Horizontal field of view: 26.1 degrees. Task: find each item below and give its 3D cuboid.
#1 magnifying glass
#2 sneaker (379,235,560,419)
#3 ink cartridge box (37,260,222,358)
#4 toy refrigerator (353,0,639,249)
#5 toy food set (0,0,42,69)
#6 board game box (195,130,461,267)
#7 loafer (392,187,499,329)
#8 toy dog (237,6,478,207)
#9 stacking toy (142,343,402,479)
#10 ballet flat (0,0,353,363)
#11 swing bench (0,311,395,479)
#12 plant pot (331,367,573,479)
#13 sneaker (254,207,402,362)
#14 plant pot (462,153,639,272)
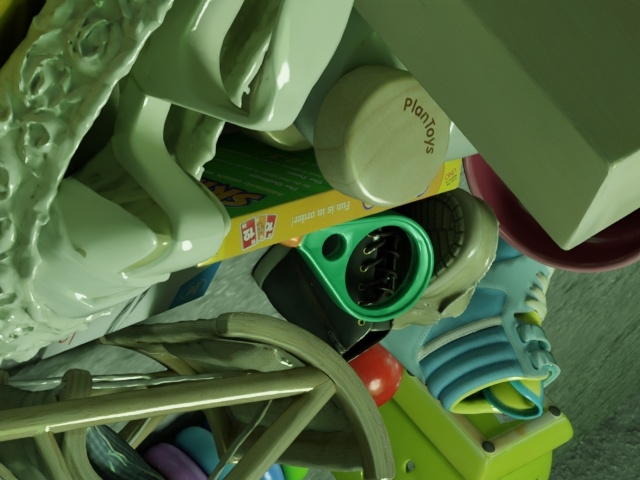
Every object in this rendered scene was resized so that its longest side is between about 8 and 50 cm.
[{"bbox_3d":[0.000,0.000,1.079,0.231,0.026,0.092,23,96,-39],"label":"magnifying glass"},{"bbox_3d":[0.215,0.069,1.454,0.319,0.208,0.127,-32,157,-16],"label":"sneaker"},{"bbox_3d":[-0.151,0.017,0.953,0.180,0.060,0.104,-21,155,-37],"label":"ink cartridge box"},{"bbox_3d":[0.092,-0.133,0.736,0.102,0.269,0.094,-30,158,-23],"label":"toy refrigerator"},{"bbox_3d":[-0.196,-0.094,0.654,0.128,0.071,0.218,-53,174,-38],"label":"toy food set"},{"bbox_3d":[-0.037,-0.040,0.922,0.259,0.124,0.039,-14,119,-42],"label":"board game box"},{"bbox_3d":[0.104,0.018,1.250,0.092,0.102,0.268,4,165,-17],"label":"loafer"},{"bbox_3d":[0.092,-0.133,0.907,0.334,0.220,0.161,-23,124,-52],"label":"toy dog"},{"bbox_3d":[-0.050,0.200,1.443,0.330,0.141,0.141,-37,161,-23],"label":"stacking toy"},{"bbox_3d":[-0.081,-0.070,0.683,0.147,0.147,0.409,-4,131,-56],"label":"ballet flat"},{"bbox_3d":[-0.129,0.142,0.976,0.255,0.165,0.253,-27,-172,-30],"label":"swing bench"},{"bbox_3d":[0.170,0.256,1.773,0.228,0.227,0.207,-18,145,-41],"label":"plant pot"},{"bbox_3d":[0.048,0.005,1.172,0.083,0.118,0.222,-7,144,-54],"label":"sneaker"},{"bbox_3d":[0.249,-0.096,1.210,0.180,0.201,0.201,-36,166,-52],"label":"plant pot"}]
